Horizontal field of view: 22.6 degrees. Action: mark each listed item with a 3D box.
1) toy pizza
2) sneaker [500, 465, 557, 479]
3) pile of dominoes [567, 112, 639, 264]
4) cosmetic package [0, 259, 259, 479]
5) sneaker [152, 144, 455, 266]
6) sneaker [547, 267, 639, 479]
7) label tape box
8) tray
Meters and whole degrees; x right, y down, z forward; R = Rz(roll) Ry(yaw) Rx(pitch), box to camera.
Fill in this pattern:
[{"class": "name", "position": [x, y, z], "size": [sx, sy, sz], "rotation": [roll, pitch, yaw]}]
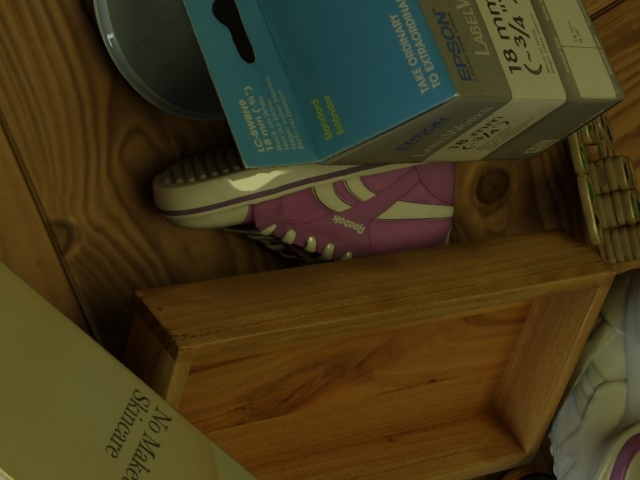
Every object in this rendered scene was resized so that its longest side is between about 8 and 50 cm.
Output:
[{"class": "toy pizza", "position": [-0.089, -0.190, 1.187], "size": [0.201, 0.032, 0.201], "rotation": [-6, 99, -41]}, {"class": "sneaker", "position": [0.177, 0.308, 1.404], "size": [0.084, 0.083, 0.215], "rotation": [17, 85, -39]}, {"class": "pile of dominoes", "position": [0.242, -0.106, 1.361], "size": [0.196, 0.040, 0.251], "rotation": [-5, 83, -70]}, {"class": "cosmetic package", "position": [-0.163, 0.159, 1.001], "size": [0.309, 0.113, 0.160], "rotation": [41, 30, -13]}, {"class": "sneaker", "position": [0.001, 0.000, 1.233], "size": [0.282, 0.102, 0.161], "rotation": [-9, 102, -37]}, {"class": "sneaker", "position": [0.246, 0.163, 1.386], "size": [0.114, 0.152, 0.305], "rotation": [38, 59, -31]}, {"class": "label tape box", "position": [0.054, -0.182, 1.161], "size": [0.333, 0.106, 0.241], "rotation": [-6, 70, -48]}, {"class": "tray", "position": [0.027, 0.110, 1.224], "size": [0.410, 0.076, 0.203], "rotation": [-7, 129, -36]}]
